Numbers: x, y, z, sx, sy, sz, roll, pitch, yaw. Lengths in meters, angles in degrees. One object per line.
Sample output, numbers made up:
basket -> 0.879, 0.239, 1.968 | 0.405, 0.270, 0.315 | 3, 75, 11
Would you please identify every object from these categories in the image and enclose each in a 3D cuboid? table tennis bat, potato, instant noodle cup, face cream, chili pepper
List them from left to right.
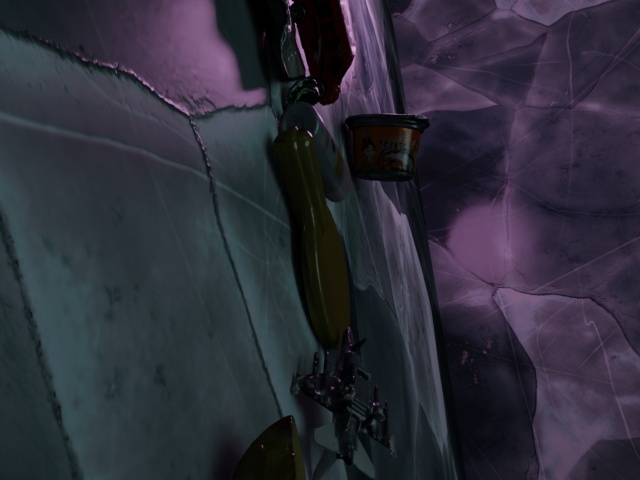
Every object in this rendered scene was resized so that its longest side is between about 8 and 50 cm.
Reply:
potato -> -0.041, 0.198, 0.524 | 0.096, 0.066, 0.103 | 84, -3, -62
chili pepper -> -0.022, -0.214, 0.966 | 0.118, 0.035, 0.056 | -57, 166, -69
face cream -> -0.001, -0.125, 0.959 | 0.198, 0.057, 0.084 | 44, 38, -66
table tennis bat -> 0.000, 0.000, 0.885 | 0.198, 0.050, 0.321 | -76, 154, -57
instant noodle cup -> 0.135, -0.188, 1.377 | 0.208, 0.177, 0.126 | -175, -91, -73

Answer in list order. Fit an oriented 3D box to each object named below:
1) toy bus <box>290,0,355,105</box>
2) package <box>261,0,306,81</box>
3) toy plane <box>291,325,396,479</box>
toy bus -> 0.009, -0.326, 1.095 | 0.081, 0.089, 0.195 | -58, 135, -70
package -> -0.056, -0.308, 0.942 | 0.232, 0.040, 0.166 | -83, 161, -74
toy plane -> 0.036, 0.176, 0.781 | 0.160, 0.082, 0.234 | 37, 41, -19
